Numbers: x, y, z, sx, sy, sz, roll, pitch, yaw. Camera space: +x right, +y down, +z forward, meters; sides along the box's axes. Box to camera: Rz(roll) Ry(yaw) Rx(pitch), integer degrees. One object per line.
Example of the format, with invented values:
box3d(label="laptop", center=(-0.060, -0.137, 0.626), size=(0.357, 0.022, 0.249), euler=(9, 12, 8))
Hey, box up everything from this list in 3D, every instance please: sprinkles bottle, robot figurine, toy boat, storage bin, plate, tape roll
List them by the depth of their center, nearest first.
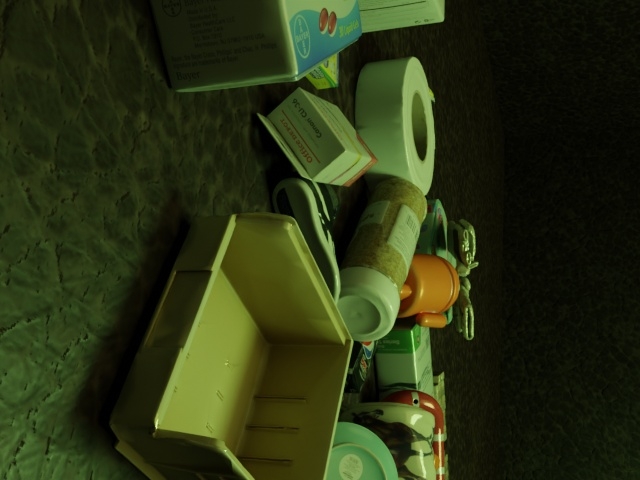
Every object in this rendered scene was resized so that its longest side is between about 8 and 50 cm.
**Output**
box3d(label="storage bin", center=(-0.076, 0.146, 0.760), size=(0.260, 0.123, 0.262), euler=(66, 30, -45))
box3d(label="plate", center=(0.036, 0.353, 1.005), size=(0.188, 0.024, 0.188), euler=(7, 73, -25))
box3d(label="sprinkles bottle", center=(0.105, 0.022, 1.258), size=(0.355, 0.121, 0.121), euler=(-63, 144, -53))
box3d(label="toy boat", center=(0.169, 0.391, 1.298), size=(0.151, 0.150, 0.231), euler=(152, -60, -72))
box3d(label="robot figurine", center=(0.189, 0.087, 1.413), size=(0.219, 0.158, 0.128), euler=(3, 110, -45))
box3d(label="tape roll", center=(0.159, -0.228, 1.463), size=(0.286, 0.100, 0.286), euler=(-3, 90, -69))

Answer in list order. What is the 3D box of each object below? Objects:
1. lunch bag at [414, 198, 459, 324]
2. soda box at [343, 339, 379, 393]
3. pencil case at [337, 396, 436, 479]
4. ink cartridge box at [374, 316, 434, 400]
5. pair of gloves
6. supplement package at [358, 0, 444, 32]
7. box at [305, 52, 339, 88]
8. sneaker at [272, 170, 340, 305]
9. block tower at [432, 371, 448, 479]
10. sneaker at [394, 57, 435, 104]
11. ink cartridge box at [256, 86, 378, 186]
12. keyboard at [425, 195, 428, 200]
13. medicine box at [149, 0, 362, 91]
box3d(label="lunch bag", center=(0.249, 0.050, 1.658), size=(0.279, 0.107, 0.224), euler=(66, 28, -45))
box3d(label="soda box", center=(0.056, 0.181, 1.195), size=(0.169, 0.060, 0.053), euler=(-60, 141, -55))
box3d(label="pencil case", center=(0.094, 0.454, 1.107), size=(0.160, 0.183, 0.411), euler=(141, -47, -62))
box3d(label="ink cartridge box", center=(0.173, 0.260, 1.459), size=(0.153, 0.086, 0.209), euler=(-28, 113, -68))
box3d(label="pair of gloves", center=(0.303, 0.075, 1.500), size=(0.204, 0.042, 0.240), euler=(-54, 141, -87))
box3d(label="supplement package", center=(0.104, -0.519, 1.240), size=(0.293, 0.175, 0.178), euler=(31, 60, -66))
box3d(label="box", center=(-0.018, -0.314, 1.083), size=(0.179, 0.043, 0.105), euler=(25, 64, -65))
box3d(label="sneaker", center=(0.000, 0.000, 1.038), size=(0.121, 0.079, 0.217), euler=(-45, 128, -61))
box3d(label="block tower", center=(0.231, 0.468, 1.586), size=(0.091, 0.097, 0.336), euler=(2, 84, -69))
box3d(label="sneaker", center=(0.214, -0.366, 1.653), size=(0.208, 0.081, 0.094), euler=(14, 71, -69))
box3d(label="ink cartridge box", center=(0.000, -0.144, 1.005), size=(0.115, 0.067, 0.198), euler=(54, 18, 11))
box3d(label="keyboard", center=(0.293, -0.022, 1.908), size=(0.100, 0.038, 0.192), euler=(-104, 175, -54))
box3d(label="medicine box", center=(-0.075, -0.338, 0.784), size=(0.263, 0.149, 0.290), euler=(-53, 137, -59))
